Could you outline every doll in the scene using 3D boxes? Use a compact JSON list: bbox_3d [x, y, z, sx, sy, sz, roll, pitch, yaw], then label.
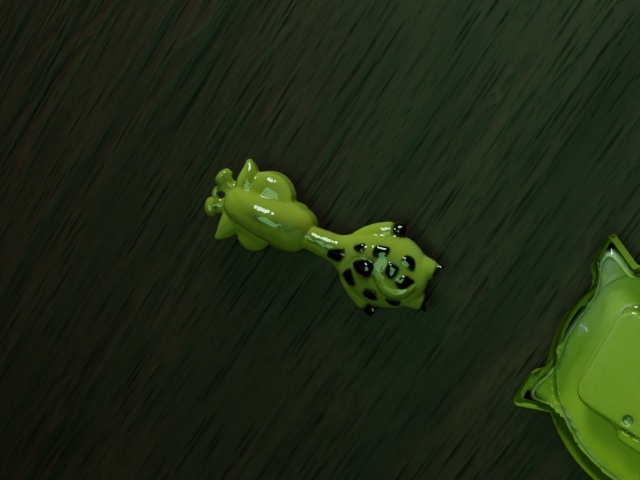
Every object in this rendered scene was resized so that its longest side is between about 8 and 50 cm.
[{"bbox_3d":[0.000,0.000,1.374,0.291,0.086,0.117,24,98,11],"label":"doll"}]

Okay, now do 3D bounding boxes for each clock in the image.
[{"bbox_3d":[0.384,0.156,1.279,0.293,0.071,0.277,40,117,18],"label":"clock"}]
